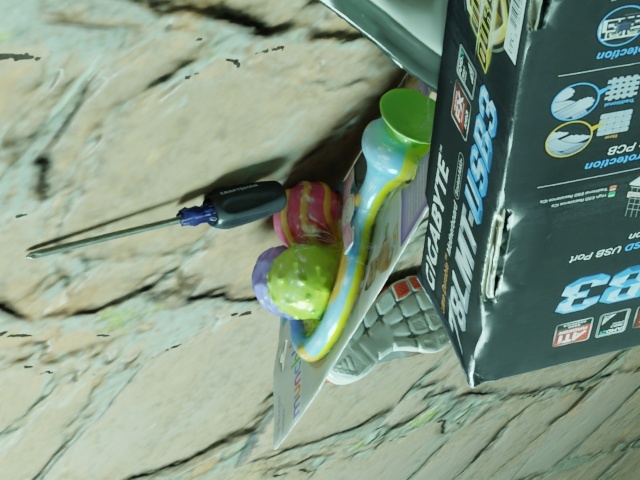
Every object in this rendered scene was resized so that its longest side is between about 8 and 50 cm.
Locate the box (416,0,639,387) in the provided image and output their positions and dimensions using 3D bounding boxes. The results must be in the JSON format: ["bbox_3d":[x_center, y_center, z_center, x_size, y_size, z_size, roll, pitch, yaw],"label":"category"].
[{"bbox_3d":[0.191,-0.087,0.604,0.295,0.073,0.293,-12,142,-12],"label":"box"}]

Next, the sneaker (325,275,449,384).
[{"bbox_3d":[0.037,0.068,1.262,0.158,0.061,0.065,-15,176,-42],"label":"sneaker"}]

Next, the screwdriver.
[{"bbox_3d":[-0.091,-0.012,0.942,0.170,0.025,0.024,-10,147,-34],"label":"screwdriver"}]

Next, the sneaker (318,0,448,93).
[{"bbox_3d":[0.072,-0.203,0.586,0.257,0.169,0.447,-41,156,17],"label":"sneaker"}]

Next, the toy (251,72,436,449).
[{"bbox_3d":[0.000,0.000,1.005,0.056,0.137,0.237,20,133,-16],"label":"toy"}]
